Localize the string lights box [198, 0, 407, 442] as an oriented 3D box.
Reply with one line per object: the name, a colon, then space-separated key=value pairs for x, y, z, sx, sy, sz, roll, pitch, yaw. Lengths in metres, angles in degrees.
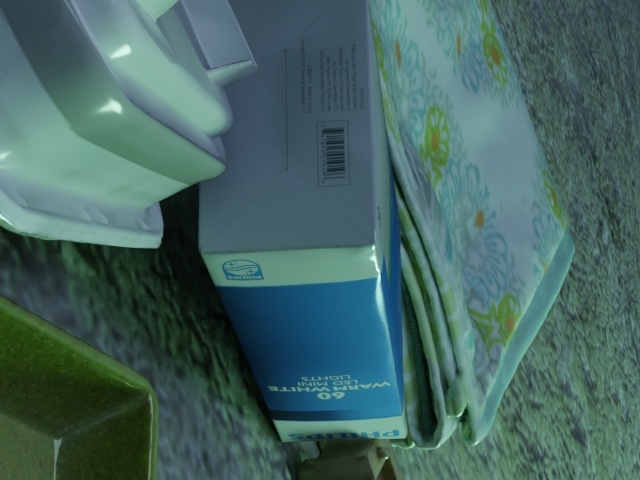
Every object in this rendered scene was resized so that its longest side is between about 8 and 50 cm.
string lights box: x=0.000 y=0.000 z=0.693 sx=0.259 sy=0.077 sz=0.133 roll=77 pitch=11 yaw=-63

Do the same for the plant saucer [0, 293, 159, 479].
plant saucer: x=-0.126 y=0.113 z=0.477 sx=0.188 sy=0.045 sz=0.188 roll=42 pitch=41 yaw=-55

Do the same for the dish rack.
dish rack: x=-0.110 y=-0.163 z=0.453 sx=0.285 sy=0.072 sz=0.332 roll=18 pitch=48 yaw=-86

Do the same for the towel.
towel: x=0.083 y=-0.065 z=1.001 sx=0.374 sy=0.090 sz=0.320 roll=-51 pitch=126 yaw=-60

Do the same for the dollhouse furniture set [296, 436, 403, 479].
dollhouse furniture set: x=0.065 y=0.175 z=0.799 sx=0.151 sy=0.123 sz=0.144 roll=-48 pitch=123 yaw=-63
